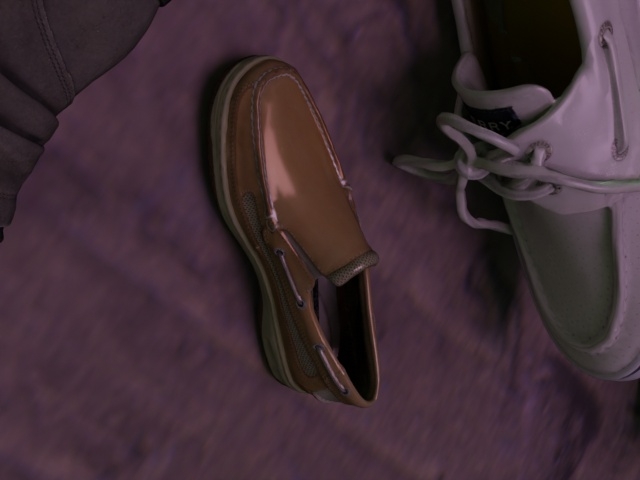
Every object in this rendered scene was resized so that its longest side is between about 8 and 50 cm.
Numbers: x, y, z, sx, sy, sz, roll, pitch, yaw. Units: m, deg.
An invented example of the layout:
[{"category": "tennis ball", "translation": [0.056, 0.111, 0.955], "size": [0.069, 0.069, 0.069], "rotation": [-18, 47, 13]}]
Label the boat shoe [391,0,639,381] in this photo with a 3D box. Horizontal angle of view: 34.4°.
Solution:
[{"category": "boat shoe", "translation": [0.113, -0.072, 0.550], "size": [0.156, 0.136, 0.367], "rotation": [-24, 116, -34]}]

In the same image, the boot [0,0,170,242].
[{"category": "boot", "translation": [-0.160, -0.108, 0.339], "size": [0.161, 0.083, 0.246], "rotation": [-53, 130, -7]}]

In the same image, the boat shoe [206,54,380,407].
[{"category": "boat shoe", "translation": [0.000, 0.000, 0.515], "size": [0.068, 0.072, 0.190], "rotation": [-33, 123, -29]}]
